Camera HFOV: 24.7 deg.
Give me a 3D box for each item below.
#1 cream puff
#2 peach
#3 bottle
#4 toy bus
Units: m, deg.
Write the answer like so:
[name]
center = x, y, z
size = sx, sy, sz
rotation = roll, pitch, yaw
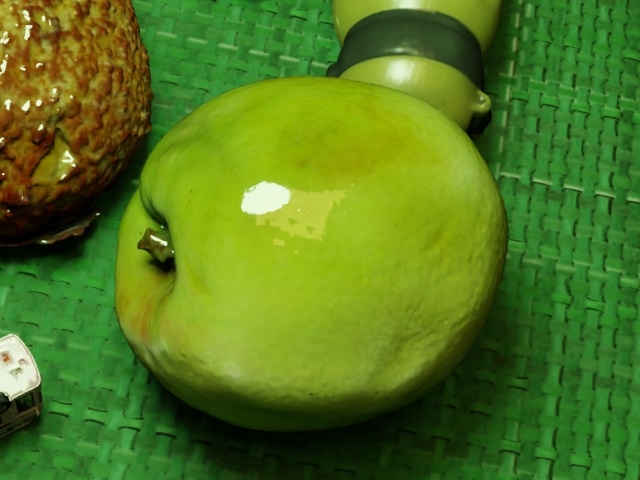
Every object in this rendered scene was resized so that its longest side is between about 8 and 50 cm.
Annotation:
[cream puff]
center = -0.310, -0.167, 1.295
size = 0.351, 0.228, 0.350
rotation = 3, 58, -6
[peach]
center = -0.005, 0.005, 1.203
size = 0.316, 0.281, 0.314
rotation = 5, 55, -12
[bottle]
center = 0.092, -0.238, 1.407
size = 0.172, 0.171, 0.351
rotation = 9, 60, -2
[toy bus]
center = -0.326, 0.150, 1.193
size = 0.203, 0.090, 0.063
rotation = -26, 67, -18
